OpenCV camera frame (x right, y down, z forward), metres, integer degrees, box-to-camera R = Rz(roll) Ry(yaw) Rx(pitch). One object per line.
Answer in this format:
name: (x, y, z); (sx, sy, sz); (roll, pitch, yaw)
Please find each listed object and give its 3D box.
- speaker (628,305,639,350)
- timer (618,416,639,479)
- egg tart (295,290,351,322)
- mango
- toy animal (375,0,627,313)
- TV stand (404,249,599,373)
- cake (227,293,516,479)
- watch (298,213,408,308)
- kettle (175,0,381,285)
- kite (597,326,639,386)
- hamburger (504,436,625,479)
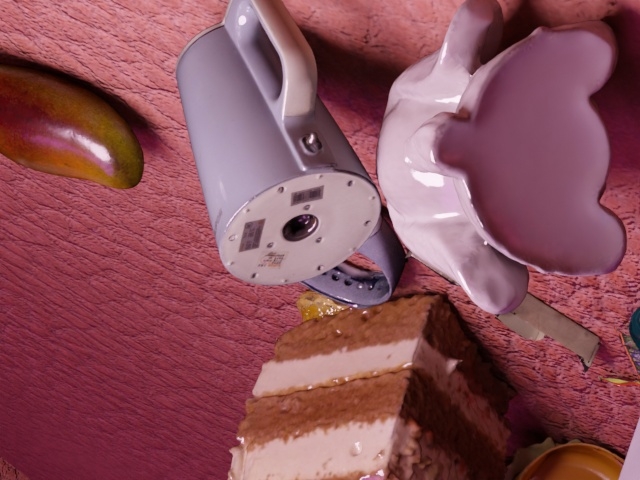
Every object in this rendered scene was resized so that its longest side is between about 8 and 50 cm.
speaker: (0.379, 0.104, 1.628); (0.094, 0.060, 0.075); (3, 145, 42)
timer: (0.453, 0.249, 1.639); (0.195, 0.192, 0.194); (34, 145, -9)
egg tart: (0.021, 0.114, 2.025); (0.128, 0.049, 0.129); (22, 153, 12)
mango: (-0.323, -0.137, 1.852); (0.267, 0.111, 0.133); (24, 138, 15)
toy animal: (0.141, -0.081, 1.384); (0.206, 0.272, 0.265); (-7, -172, -18)
TV stand: (0.211, 0.071, 1.768); (0.249, 0.036, 0.042); (32, 155, -5)
cake: (0.073, 0.251, 1.904); (0.282, 0.290, 0.256); (-15, 135, 32)
watch: (0.000, 0.000, 1.824); (0.206, 0.068, 0.193); (21, 152, 13)
kettle: (-0.053, -0.115, 1.485); (0.160, 0.243, 0.211); (-10, 143, -20)
kite: (0.400, 0.165, 1.768); (0.183, 0.014, 0.241); (5, 148, 39)
hamburger: (0.295, 0.405, 2.013); (0.274, 0.274, 0.212); (33, 151, -8)
